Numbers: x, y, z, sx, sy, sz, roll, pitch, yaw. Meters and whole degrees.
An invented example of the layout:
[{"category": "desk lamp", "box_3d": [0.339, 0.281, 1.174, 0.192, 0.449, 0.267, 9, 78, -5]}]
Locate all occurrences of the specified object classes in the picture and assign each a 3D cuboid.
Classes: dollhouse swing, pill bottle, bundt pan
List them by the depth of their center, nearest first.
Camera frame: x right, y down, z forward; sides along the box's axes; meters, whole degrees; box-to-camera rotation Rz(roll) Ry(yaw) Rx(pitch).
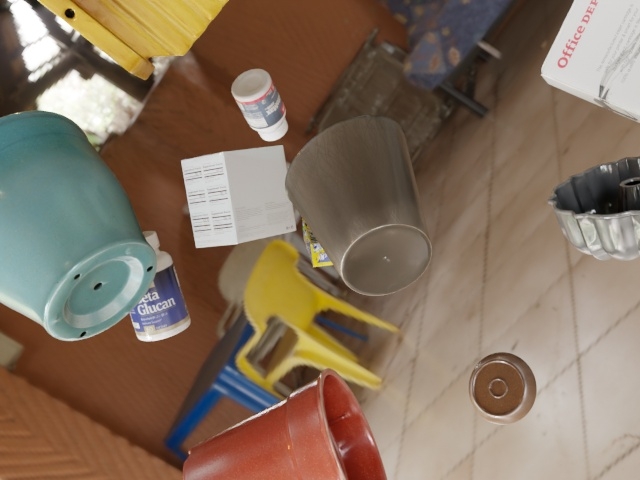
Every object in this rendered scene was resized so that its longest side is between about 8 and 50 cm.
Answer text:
[{"category": "dollhouse swing", "box_3d": [-0.219, -0.414, 1.168, 0.346, 0.315, 0.305, -51, 27, 3]}, {"category": "pill bottle", "box_3d": [-0.283, 0.074, 1.436, 0.094, 0.169, 0.094, -14, 13, 3]}, {"category": "bundt pan", "box_3d": [0.621, -0.059, 1.678, 0.331, 0.124, 0.331, -16, 17, 5]}, {"category": "pill bottle", "box_3d": [-0.151, -0.348, 2.248, 0.108, 0.108, 0.180, -61, -32, -24]}]

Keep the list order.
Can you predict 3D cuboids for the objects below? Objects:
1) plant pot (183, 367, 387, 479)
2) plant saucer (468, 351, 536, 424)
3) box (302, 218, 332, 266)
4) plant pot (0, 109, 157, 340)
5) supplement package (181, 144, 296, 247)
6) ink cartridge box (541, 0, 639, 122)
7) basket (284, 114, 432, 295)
[{"category": "plant pot", "box_3d": [-0.059, 0.380, 1.388, 0.265, 0.272, 0.272, -23, 16, 11]}, {"category": "plant saucer", "box_3d": [0.418, 0.344, 2.010, 0.029, 0.168, 0.168, 19, -71, -53]}, {"category": "box", "box_3d": [0.000, 0.000, 1.802, 0.169, 0.059, 0.054, -111, 15, -69]}, {"category": "plant pot", "box_3d": [-0.379, -0.005, 1.240, 0.272, 0.255, 0.271, -37, -27, -23]}, {"category": "supplement package", "box_3d": [-0.185, -0.102, 1.965, 0.149, 0.203, 0.194, -5, 6, 42]}, {"category": "ink cartridge box", "box_3d": [0.604, -0.343, 1.605, 0.223, 0.308, 0.129, -65, -19, 9]}, {"category": "basket", "box_3d": [0.062, -0.042, 1.226, 0.204, 0.154, 0.226, -34, 40, 14]}]
